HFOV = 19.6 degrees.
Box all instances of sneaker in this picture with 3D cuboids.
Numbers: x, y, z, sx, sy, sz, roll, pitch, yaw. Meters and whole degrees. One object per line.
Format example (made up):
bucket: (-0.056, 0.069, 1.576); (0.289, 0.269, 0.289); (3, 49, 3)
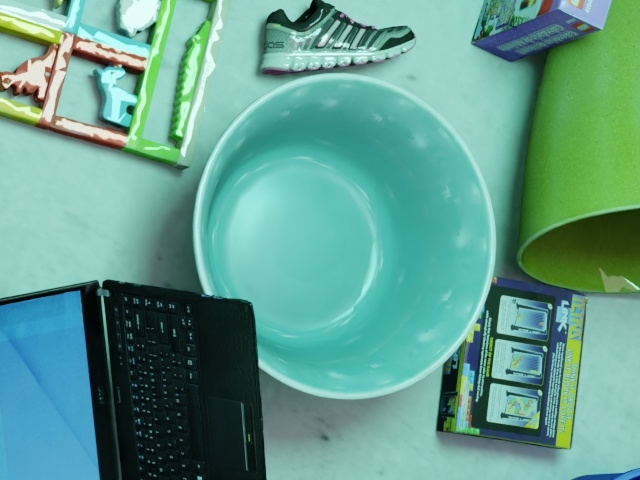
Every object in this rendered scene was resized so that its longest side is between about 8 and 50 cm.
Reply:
sneaker: (0.017, -0.215, 1.902); (0.170, 0.063, 0.074); (-8, 95, -16)

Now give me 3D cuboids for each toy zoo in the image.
toy zoo: (-0.245, -0.201, 1.819); (0.293, 0.030, 0.192); (16, 80, -19)

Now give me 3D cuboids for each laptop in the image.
laptop: (-0.197, 0.168, 1.711); (0.136, 0.264, 0.234); (-32, 124, -54)

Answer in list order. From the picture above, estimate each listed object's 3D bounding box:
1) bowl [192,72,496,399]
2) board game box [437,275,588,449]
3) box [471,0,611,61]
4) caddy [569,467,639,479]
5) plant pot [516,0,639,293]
bowl: (0.000, 0.000, 1.825); (0.312, 0.163, 0.311); (1, 86, -20)
board game box: (0.203, 0.128, 1.953); (0.141, 0.048, 0.170); (11, 81, -22)
box: (0.265, -0.343, 1.934); (0.057, 0.201, 0.293); (22, 79, -18)
caddy: (0.311, 0.394, 1.902); (0.241, 0.179, 0.341); (34, 75, -14)
plant pot: (0.335, -0.125, 1.931); (0.275, 0.275, 0.293); (7, 69, -20)
